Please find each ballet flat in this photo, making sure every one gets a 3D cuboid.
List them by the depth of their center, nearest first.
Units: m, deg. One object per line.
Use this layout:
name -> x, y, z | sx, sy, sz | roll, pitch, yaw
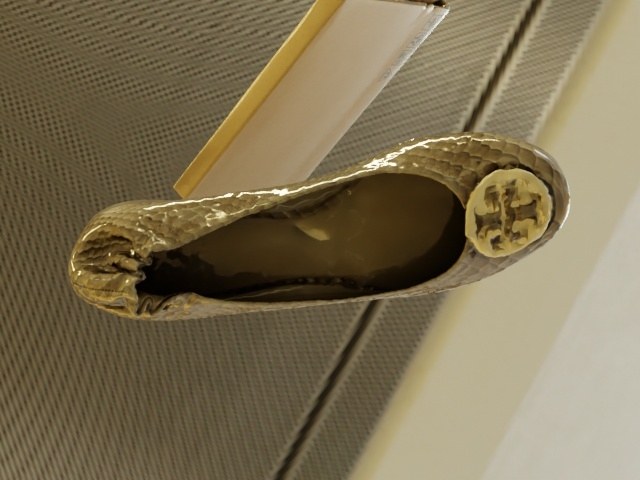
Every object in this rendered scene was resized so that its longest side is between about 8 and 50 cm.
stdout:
ballet flat -> 0.000, 0.000, 0.633 | 0.250, 0.058, 0.084 | -7, -71, 0

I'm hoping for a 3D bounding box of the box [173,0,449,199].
box -> -0.005, -0.110, 0.978 | 0.201, 0.021, 0.164 | -48, -18, 26
